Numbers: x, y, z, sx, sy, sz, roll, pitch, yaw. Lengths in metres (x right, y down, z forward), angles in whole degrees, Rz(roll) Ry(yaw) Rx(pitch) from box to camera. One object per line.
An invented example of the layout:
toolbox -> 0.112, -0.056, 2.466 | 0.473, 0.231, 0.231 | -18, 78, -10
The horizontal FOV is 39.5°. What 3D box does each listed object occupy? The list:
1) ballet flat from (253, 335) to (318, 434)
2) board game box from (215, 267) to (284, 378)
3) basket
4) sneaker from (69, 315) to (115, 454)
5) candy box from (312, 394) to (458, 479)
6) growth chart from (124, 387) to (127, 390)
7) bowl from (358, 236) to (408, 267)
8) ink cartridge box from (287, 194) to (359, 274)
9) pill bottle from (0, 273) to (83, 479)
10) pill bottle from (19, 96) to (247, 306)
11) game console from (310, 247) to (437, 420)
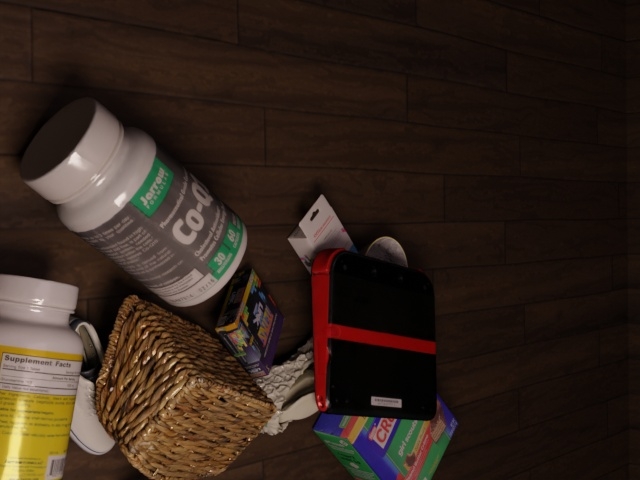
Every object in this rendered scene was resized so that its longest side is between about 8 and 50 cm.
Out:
ballet flat -> -0.007, 0.290, 1.863 | 0.409, 0.147, 0.147 | -31, 112, -42
board game box -> -0.135, 0.161, 1.740 | 0.141, 0.048, 0.170 | 58, 25, -28
basket -> -0.262, 0.269, 1.540 | 0.213, 0.223, 0.299 | -48, 149, 2
sneaker -> -0.393, 0.247, 1.487 | 0.094, 0.091, 0.258 | -32, 112, -42
candy box -> 0.156, 0.425, 2.043 | 0.317, 0.122, 0.268 | 53, 54, -31
growth chart -> -0.272, 0.273, 1.668 | 0.237, 0.021, 0.172 | 39, 62, -40
bowl -> 0.118, 0.076, 2.030 | 0.170, 0.080, 0.170 | 0, 90, -47
ink cartridge box -> 0.000, 0.000, 1.920 | 0.104, 0.062, 0.181 | -53, 126, -33
pill bottle -> -0.464, 0.223, 1.345 | 0.188, 0.188, 0.334 | 16, 78, -45
pill bottle -> -0.307, -0.060, 1.495 | 0.361, 0.204, 0.204 | 43, 60, -38
game console -> 0.120, 0.204, 1.897 | 0.386, 0.060, 0.342 | 15, 71, -46
